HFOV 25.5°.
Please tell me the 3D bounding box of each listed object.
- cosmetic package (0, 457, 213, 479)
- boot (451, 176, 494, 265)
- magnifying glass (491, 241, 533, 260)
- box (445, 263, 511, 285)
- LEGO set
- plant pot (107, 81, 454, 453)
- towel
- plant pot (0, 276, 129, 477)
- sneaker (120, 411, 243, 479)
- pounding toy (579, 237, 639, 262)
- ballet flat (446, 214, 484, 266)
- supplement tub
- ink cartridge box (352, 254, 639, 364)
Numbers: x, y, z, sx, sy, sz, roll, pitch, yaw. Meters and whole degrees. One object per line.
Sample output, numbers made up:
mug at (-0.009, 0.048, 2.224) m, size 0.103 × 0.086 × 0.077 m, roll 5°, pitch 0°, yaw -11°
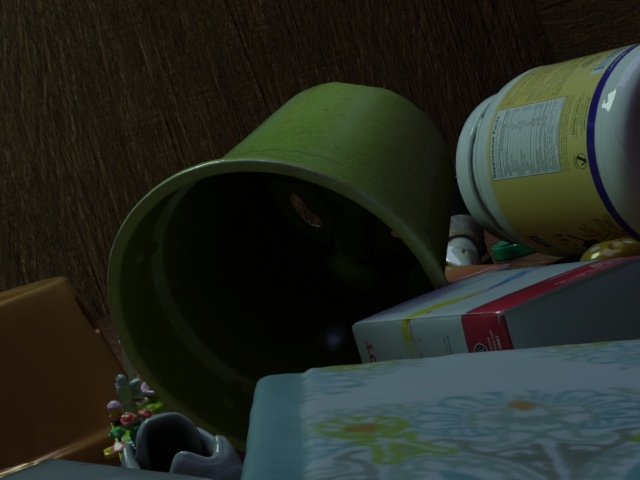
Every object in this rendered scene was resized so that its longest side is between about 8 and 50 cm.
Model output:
cosmetic package at (-0.127, 0.191, 0.741) m, size 0.107 × 0.127 × 0.238 m, roll -20°, pitch 7°, yaw -27°
boot at (0.150, 0.001, 1.880) m, size 0.077 × 0.137 × 0.198 m, roll -15°, pitch 6°, yaw 32°
magnifying glass at (0.343, -0.016, 2.058) m, size 0.231 × 0.026 × 0.092 m, roll -20°, pitch 5°, yaw -34°
box at (0.102, 0.085, 1.344) m, size 0.130 × 0.091 × 0.170 m, roll -19°, pitch 4°, yaw -20°
LEGO set at (-0.133, 0.128, 1.206) m, size 0.132 × 0.107 × 0.287 m, roll -1°, pitch 23°, yaw 23°
plant pot at (0.000, 0.000, 1.165) m, size 0.276 × 0.276 × 0.254 m, roll -16°, pitch 24°, yaw 25°
towel at (0.123, 0.114, 0.630) m, size 0.321 × 0.090 × 0.374 m, roll -3°, pitch 6°, yaw -1°
plant pot at (-0.305, 0.159, 1.340) m, size 0.291 × 0.203 × 0.291 m, roll -17°, pitch 5°, yaw 2°
sneaker at (-0.098, 0.168, 0.926) m, size 0.099 × 0.121 × 0.262 m, roll -20°, pitch 5°, yaw -30°
pounding toy at (0.257, 0.033, 1.050) m, size 0.183 × 0.110 × 0.237 m, roll -16°, pitch -4°, yaw 29°
ballet flat at (0.123, 0.057, 1.704) m, size 0.316 × 0.107 × 0.106 m, roll -28°, pitch 30°, yaw -37°
supplement tub at (0.335, -0.102, 1.677) m, size 0.241 × 0.241 × 0.331 m, roll -20°, pitch 7°, yaw -27°
ink cartridge box at (0.129, 0.091, 0.923) m, size 0.127 × 0.128 × 0.176 m, roll -19°, pitch 5°, yaw -29°
